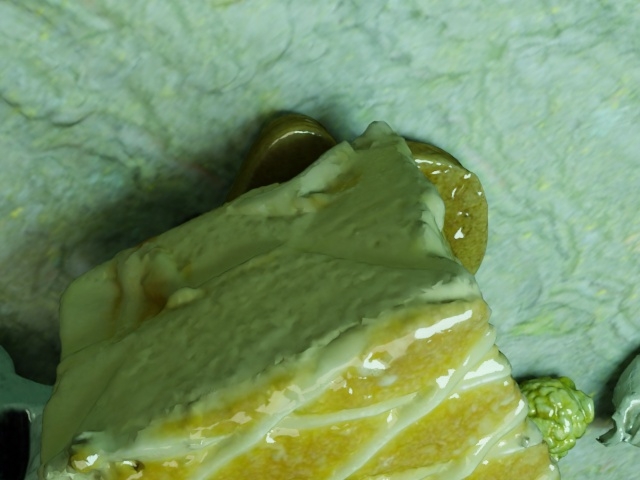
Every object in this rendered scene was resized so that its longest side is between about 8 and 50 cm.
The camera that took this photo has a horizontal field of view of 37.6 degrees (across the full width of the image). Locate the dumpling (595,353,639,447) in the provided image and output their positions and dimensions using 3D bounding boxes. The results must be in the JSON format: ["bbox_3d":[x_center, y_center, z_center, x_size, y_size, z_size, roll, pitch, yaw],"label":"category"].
[{"bbox_3d":[0.454,0.199,1.180,0.247,0.142,0.172,-31,159,-2],"label":"dumpling"}]

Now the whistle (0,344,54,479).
[{"bbox_3d":[-0.327,0.201,0.931,0.404,0.188,0.168,6,119,-18],"label":"whistle"}]

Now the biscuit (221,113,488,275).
[{"bbox_3d":[-0.001,-0.001,0.967,0.343,0.057,0.287,-26,124,3],"label":"biscuit"}]

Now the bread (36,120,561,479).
[{"bbox_3d":[-0.013,0.152,0.855,0.390,0.279,0.371,-28,127,2],"label":"bread"}]

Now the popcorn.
[{"bbox_3d":[0.268,0.214,1.147,0.106,0.121,0.116,31,84,10],"label":"popcorn"}]
